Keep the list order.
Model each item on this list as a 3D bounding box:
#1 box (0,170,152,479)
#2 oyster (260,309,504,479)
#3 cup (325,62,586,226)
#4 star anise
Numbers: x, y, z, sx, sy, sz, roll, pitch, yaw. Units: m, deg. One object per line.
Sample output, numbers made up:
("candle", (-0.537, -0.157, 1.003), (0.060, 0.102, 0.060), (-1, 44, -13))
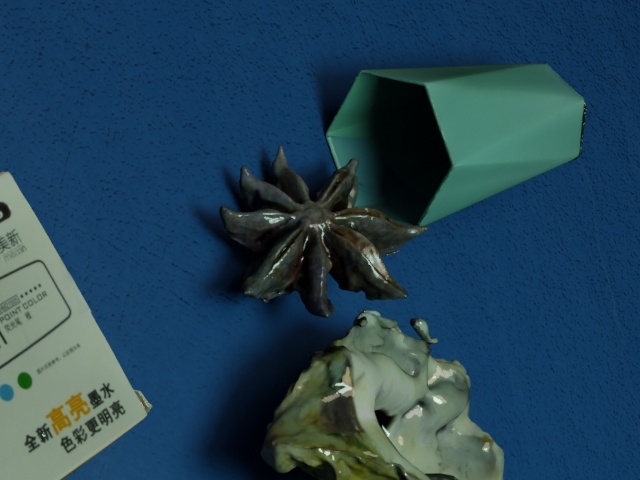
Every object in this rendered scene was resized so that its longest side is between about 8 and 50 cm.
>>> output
("box", (-0.277, 0.104, 1.294), (0.274, 0.091, 0.221), (-37, 99, -44))
("oyster", (0.079, 0.185, 1.546), (0.351, 0.115, 0.238), (20, 38, -51))
("cup", (0.139, -0.100, 1.716), (0.235, 0.148, 0.134), (-14, 116, -44))
("star anise", (0.000, 0.000, 1.577), (0.180, 0.061, 0.205), (17, 42, -5))
